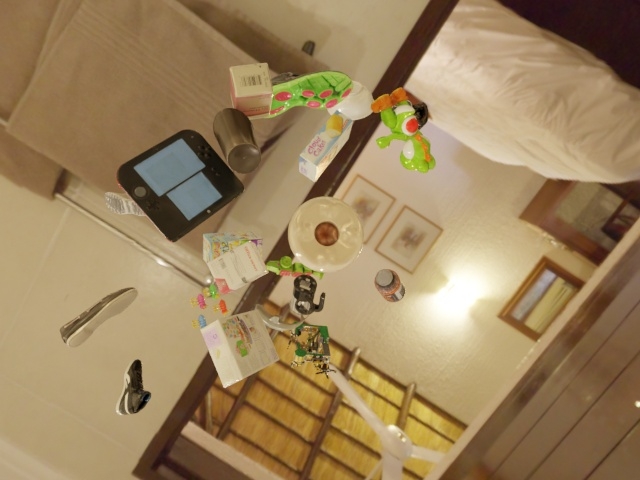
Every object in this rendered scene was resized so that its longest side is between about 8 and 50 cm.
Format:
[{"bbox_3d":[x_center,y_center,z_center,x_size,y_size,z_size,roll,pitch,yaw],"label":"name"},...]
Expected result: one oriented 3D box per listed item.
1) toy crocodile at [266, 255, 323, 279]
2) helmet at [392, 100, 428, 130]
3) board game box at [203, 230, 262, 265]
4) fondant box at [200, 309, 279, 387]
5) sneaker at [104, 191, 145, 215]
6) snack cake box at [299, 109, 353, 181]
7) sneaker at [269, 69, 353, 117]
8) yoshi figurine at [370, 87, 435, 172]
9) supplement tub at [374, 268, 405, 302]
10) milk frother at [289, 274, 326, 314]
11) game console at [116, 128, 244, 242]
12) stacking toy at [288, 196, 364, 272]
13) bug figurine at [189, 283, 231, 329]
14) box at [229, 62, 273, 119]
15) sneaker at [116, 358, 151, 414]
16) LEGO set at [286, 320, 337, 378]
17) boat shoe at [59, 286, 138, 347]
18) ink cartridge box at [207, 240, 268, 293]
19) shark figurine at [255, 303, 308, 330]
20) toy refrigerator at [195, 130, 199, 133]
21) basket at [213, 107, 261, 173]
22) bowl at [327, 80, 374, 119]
[{"bbox_3d":[-0.144,0.165,2.555,0.340,0.115,0.105,7,-118,-19],"label":"toy crocodile"},{"bbox_3d":[0.413,-0.589,2.125,0.169,0.169,0.161,25,162,-34],"label":"helmet"},{"bbox_3d":[-0.457,0.043,2.326,0.275,0.142,0.144,-4,-160,-27],"label":"board game box"},{"bbox_3d":[-0.314,0.422,1.802,0.238,0.096,0.330,64,-165,10],"label":"fondant box"},{"bbox_3d":[-0.988,-0.193,2.330,0.281,0.105,0.115,16,-155,10],"label":"sneaker"},{"bbox_3d":[0.021,-0.393,1.867,0.089,0.264,0.152,35,164,5],"label":"snack cake box"},{"bbox_3d":[-0.092,-0.699,2.028,0.185,0.482,0.202,68,-156,-51],"label":"sneaker"},{"bbox_3d":[0.351,-0.438,1.891,0.362,0.203,0.203,62,-155,1],"label":"yoshi figurine"},{"bbox_3d":[0.282,0.181,1.837,0.106,0.106,0.198,40,176,31],"label":"supplement tub"},{"bbox_3d":[-0.063,0.221,1.572,0.129,0.135,0.143,33,-132,20],"label":"milk frother"},{"bbox_3d":[-0.534,-0.225,1.722,0.342,0.386,0.060,48,150,0],"label":"game console"},{"bbox_3d":[0.000,0.000,2.220,0.350,0.351,0.480,32,168,-2],"label":"stacking toy"},{"bbox_3d":[-0.613,0.370,2.495,0.279,0.072,0.216,-40,-63,-59],"label":"bug figurine"},{"bbox_3d":[-0.277,-0.587,1.786,0.148,0.127,0.232,-11,174,-11],"label":"box"},{"bbox_3d":[-0.712,0.575,1.763,0.079,0.121,0.217,56,-148,-52],"label":"sneaker"},{"bbox_3d":[-0.062,0.611,2.440,0.254,0.192,0.331,2,-150,-18],"label":"LEGO set"},{"bbox_3d":[-0.919,0.293,1.848,0.095,0.335,0.112,39,158,21],"label":"boat shoe"},{"bbox_3d":[-0.363,0.120,1.987,0.159,0.217,0.092,63,-176,10],"label":"ink cartridge box"},{"bbox_3d":[-0.190,0.395,2.206,0.278,0.116,0.166,10,-128,-7],"label":"shark figurine"},{"bbox_3d":[-0.604,-0.395,1.998,0.102,0.094,0.269,56,-155,-18],"label":"toy refrigerator"},{"bbox_3d":[-0.309,-0.363,1.699,0.227,0.154,0.204,-116,3,-46],"label":"basket"},{"bbox_3d":[0.183,-0.861,2.682,0.298,0.298,0.134,40,153,32],"label":"bowl"}]
